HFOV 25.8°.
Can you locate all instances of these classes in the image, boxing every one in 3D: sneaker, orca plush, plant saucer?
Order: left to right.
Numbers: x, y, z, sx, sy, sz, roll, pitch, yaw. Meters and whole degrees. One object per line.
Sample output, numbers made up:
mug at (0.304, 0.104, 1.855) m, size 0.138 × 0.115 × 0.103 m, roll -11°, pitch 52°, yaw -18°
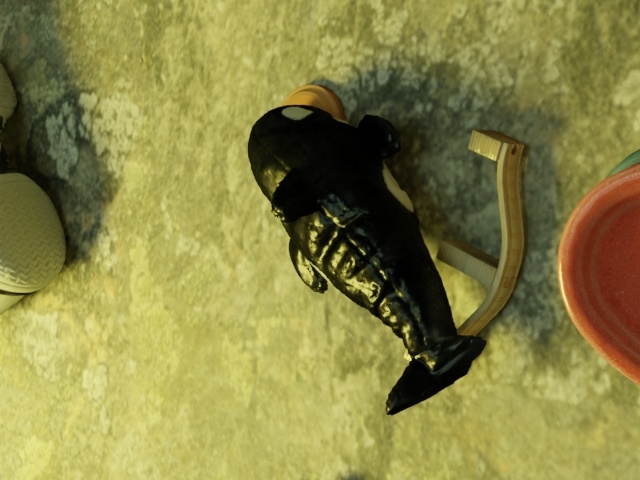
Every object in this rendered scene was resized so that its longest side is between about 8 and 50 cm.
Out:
sneaker at (-0.409, -0.057, 1.488) m, size 0.210 × 0.137 × 0.366 m, roll -44°, pitch 61°, yaw 33°
plant saucer at (-0.012, -0.088, 1.159) m, size 0.083 × 0.013 × 0.083 m, roll -3°, pitch 86°, yaw 46°
orca plush at (0.000, 0.000, 1.044) m, size 0.151 × 0.102 × 0.287 m, roll -45°, pitch 55°, yaw 40°

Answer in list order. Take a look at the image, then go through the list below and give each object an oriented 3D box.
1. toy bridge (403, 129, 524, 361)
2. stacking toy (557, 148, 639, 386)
toy bridge at (0.113, 0.018, 1.011) m, size 0.063 × 0.026 × 0.188 m, roll 29°, pitch 110°, yaw 43°
stacking toy at (0.300, -0.044, 0.798) m, size 0.279 × 0.130 × 0.309 m, roll 24°, pitch 110°, yaw 18°
